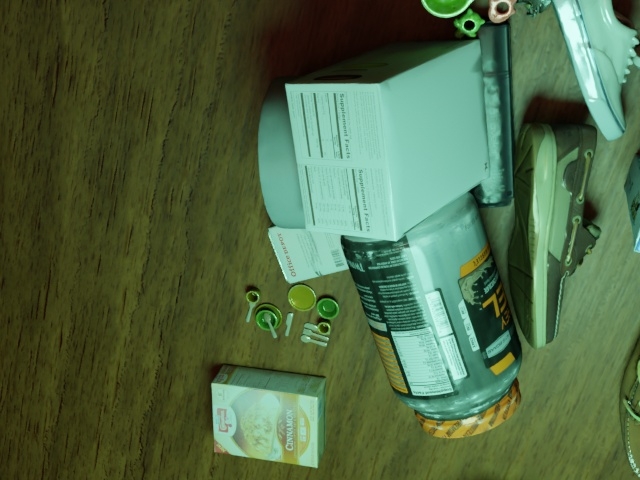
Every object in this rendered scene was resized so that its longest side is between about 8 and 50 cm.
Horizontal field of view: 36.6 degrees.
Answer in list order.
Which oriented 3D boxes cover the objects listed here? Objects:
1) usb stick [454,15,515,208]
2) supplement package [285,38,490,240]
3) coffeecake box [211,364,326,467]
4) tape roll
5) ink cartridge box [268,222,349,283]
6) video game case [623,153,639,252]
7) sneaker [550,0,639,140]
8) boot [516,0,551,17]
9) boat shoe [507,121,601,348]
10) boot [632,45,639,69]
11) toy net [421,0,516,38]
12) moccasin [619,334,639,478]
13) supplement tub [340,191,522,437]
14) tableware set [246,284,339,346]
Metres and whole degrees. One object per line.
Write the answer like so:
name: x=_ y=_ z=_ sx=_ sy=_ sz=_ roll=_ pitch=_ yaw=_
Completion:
usb stick: x=0.238 y=-0.181 z=1.385 sx=0.077 sy=0.045 sz=0.278 roll=-3 pitch=111 yaw=9
supplement package: x=0.099 y=-0.144 z=1.293 sx=0.145 sy=0.262 sz=0.204 roll=7 pitch=115 yaw=35
coffeecake box: x=-0.087 y=0.299 z=1.655 sx=0.186 sy=0.068 sz=0.142 roll=6 pitch=114 yaw=13
tape roll: x=-0.023 y=-0.125 z=1.378 sx=0.072 sy=0.219 sz=0.219 roll=1 pitch=112 yaw=14
ink cartridge box: x=0.000 y=0.000 z=1.514 sx=0.135 sy=0.056 sz=0.099 roll=-14 pitch=107 yaw=19
video game case: x=0.543 y=-0.025 z=1.260 sx=0.270 sy=0.244 sz=0.061 roll=14 pitch=113 yaw=8
sneaker: x=0.376 y=-0.247 z=1.276 sx=0.091 sy=0.094 sz=0.258 roll=-19 pitch=124 yaw=16
boot: x=0.218 y=-0.383 z=1.287 sx=0.229 sy=0.091 sz=0.263 roll=43 pitch=123 yaw=-14
boat shoe: x=0.344 y=-0.004 z=1.386 sx=0.123 sy=0.123 sz=0.341 roll=-5 pitch=109 yaw=-5
boot: x=0.511 y=-0.208 z=1.294 sx=0.190 sy=0.069 sz=0.086 roll=13 pitch=134 yaw=21
toy net: x=0.245 y=-0.350 z=1.237 sx=0.232 sy=0.045 sz=0.122 roll=-31 pitch=116 yaw=26
moccasin: x=0.528 y=0.200 z=1.411 sx=0.139 sy=0.147 sz=0.380 roll=15 pitch=115 yaw=8
supplement tub: x=0.174 y=0.106 z=1.431 sx=0.207 sy=0.207 sz=0.338 roll=-14 pitch=109 yaw=19
tableware set: x=-0.050 y=0.118 z=1.595 sx=0.154 sy=0.024 sz=0.104 roll=18 pitch=115 yaw=7
